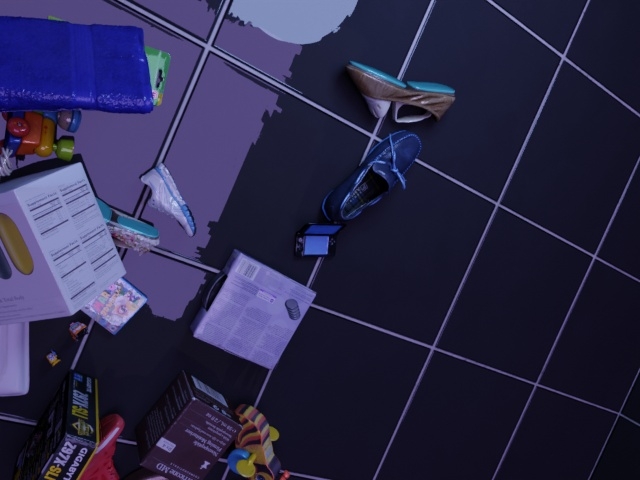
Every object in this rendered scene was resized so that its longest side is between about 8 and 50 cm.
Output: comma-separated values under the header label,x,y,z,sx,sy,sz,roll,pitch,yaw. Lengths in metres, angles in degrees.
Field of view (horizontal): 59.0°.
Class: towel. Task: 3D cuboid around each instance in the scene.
label,x,y,z,sx,sy,sz,roll,pitch,yaw
towel,-0.507,-0.349,1.152,0.308,0.076,0.228,-3,62,-24

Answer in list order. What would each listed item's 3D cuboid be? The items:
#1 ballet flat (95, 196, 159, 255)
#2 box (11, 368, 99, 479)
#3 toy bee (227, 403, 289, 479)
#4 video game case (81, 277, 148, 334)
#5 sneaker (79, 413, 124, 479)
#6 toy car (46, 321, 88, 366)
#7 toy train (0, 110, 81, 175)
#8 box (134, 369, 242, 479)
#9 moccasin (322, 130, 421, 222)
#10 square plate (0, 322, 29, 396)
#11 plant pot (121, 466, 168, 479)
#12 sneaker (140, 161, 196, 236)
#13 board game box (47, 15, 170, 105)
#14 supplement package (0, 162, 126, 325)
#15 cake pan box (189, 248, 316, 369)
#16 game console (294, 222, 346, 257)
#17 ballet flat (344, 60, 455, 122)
label,x,y,z,sx,sy,sz,roll,pitch,yaw
ballet flat,-0.491,-0.033,1.307,0.240,0.091,0.077,30,115,-22
box,-0.587,0.465,1.243,0.079,0.322,0.257,30,88,-25
toy bee,-0.161,0.595,1.553,0.162,0.195,0.298,7,130,17
video game case,-0.520,0.134,1.366,0.119,0.015,0.166,-47,115,-7
sneaker,-0.540,0.541,1.426,0.221,0.087,0.128,-46,124,6
toy car,-0.604,0.238,1.333,0.040,0.060,0.122,44,74,6
toy train,-0.580,-0.194,1.167,0.143,0.105,0.248,13,59,-37
box,-0.338,0.480,1.440,0.168,0.167,0.203,40,85,-26
moccasin,0.162,-0.160,1.538,0.342,0.117,0.138,-47,115,-7
square plate,-0.826,0.196,1.229,0.347,0.049,0.344,2,101,-24
plant pot,-0.409,0.747,1.439,0.262,0.229,0.263,-6,104,-23
sneaker,-0.367,-0.086,1.360,0.082,0.071,0.191,-29,104,-8
board game box,-0.474,-0.392,1.253,0.259,0.039,0.124,12,97,-23
supplement package,-0.580,0.006,1.167,0.199,0.198,0.263,-9,110,19
cake pan box,-0.180,0.185,1.498,0.266,0.070,0.246,29,87,-26
game console,0.000,0.000,1.530,0.122,0.071,0.107,1,101,-23
ballet flat,0.207,-0.384,1.525,0.342,0.116,0.124,5,119,-28
